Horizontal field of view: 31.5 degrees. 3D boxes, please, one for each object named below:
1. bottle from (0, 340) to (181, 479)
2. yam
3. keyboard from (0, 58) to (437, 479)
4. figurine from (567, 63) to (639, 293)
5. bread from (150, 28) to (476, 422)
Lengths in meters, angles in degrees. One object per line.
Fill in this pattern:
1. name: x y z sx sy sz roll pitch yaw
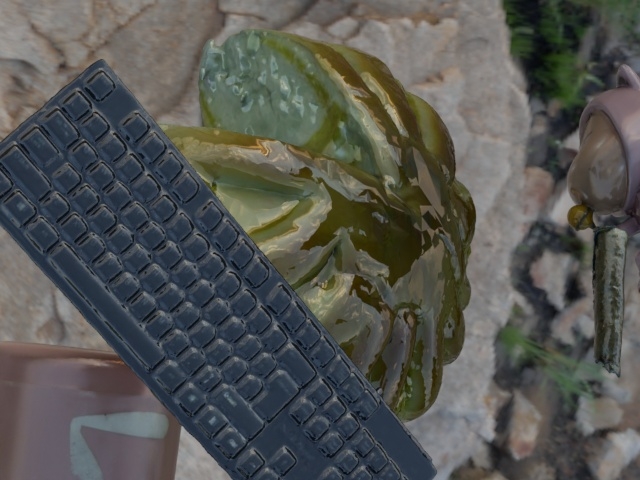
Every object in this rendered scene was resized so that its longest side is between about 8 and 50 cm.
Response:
1. bottle: -0.196 0.240 0.947 0.206 0.173 0.297 6 83 11
2. yam: 0.237 0.051 0.943 0.033 0.027 0.130 19 64 -20
3. keyboard: -0.050 0.051 0.607 0.101 0.018 0.310 -44 111 -17
4. figurine: 0.388 -0.066 1.354 0.186 0.176 0.288 -15 65 -12
5. bread: 0.000 0.000 0.784 0.333 0.160 0.333 23 59 -45
